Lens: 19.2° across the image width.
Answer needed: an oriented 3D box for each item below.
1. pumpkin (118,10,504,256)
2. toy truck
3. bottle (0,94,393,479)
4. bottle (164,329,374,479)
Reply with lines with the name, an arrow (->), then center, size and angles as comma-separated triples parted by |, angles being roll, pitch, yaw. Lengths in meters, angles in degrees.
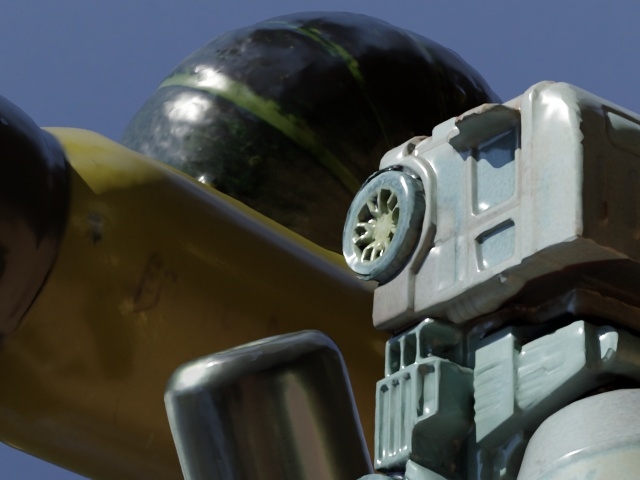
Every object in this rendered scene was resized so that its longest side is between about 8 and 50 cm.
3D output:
pumpkin -> 0.000, 0.000, 1.318 | 0.323, 0.241, 0.323 | -2, -87, -35
toy truck -> 0.084, 0.072, 0.604 | 0.108, 0.140, 0.256 | 21, -122, -30
bottle -> -0.119, 0.029, 0.958 | 0.351, 0.171, 0.171 | 30, -101, -38
bottle -> 0.006, 0.164, 0.781 | 0.079, 0.096, 0.253 | -12, -92, -54
